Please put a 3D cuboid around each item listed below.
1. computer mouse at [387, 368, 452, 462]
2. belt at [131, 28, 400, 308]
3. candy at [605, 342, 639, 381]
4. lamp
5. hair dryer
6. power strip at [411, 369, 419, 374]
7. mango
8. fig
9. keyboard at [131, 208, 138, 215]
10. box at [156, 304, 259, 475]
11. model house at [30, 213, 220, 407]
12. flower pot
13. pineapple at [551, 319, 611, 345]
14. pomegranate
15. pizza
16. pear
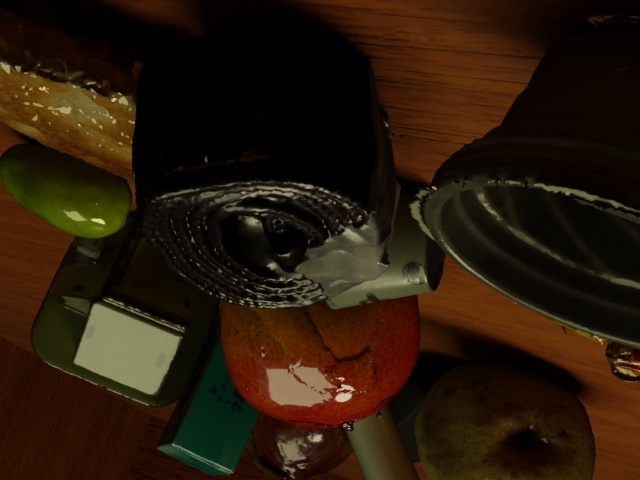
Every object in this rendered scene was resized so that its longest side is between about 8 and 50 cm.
[{"bbox_3d":[0.151,0.225,1.932,0.137,0.086,0.270,8,151,-21],"label":"computer mouse"},{"bbox_3d":[-0.037,-0.056,1.061,0.184,0.164,0.289,-7,159,6],"label":"belt"},{"bbox_3d":[0.356,0.103,1.294,0.201,0.061,0.060,0,156,37],"label":"candy"},{"bbox_3d":[0.000,0.000,1.254,0.214,0.121,0.121,2,161,16],"label":"lamp"},{"bbox_3d":[0.062,0.227,1.653,0.128,0.362,0.203,-22,161,-2],"label":"hair dryer"},{"bbox_3d":[0.093,0.178,1.989,0.060,0.027,0.252,8,160,44],"label":"power strip"},{"bbox_3d":[-0.276,-0.058,1.558,0.163,0.089,0.117,26,180,39],"label":"mango"},{"bbox_3d":[-0.033,0.304,2.323,0.205,0.205,0.205,20,166,5],"label":"fig"},{"bbox_3d":[-0.120,-0.041,1.445,0.087,0.017,0.250,-3,176,-24],"label":"keyboard"},{"bbox_3d":[-0.119,0.180,1.865,0.092,0.245,0.153,27,164,-9],"label":"box"},{"bbox_3d":[-0.223,0.064,1.735,0.218,0.205,0.279,22,159,-7],"label":"model house"},{"bbox_3d":[0.182,-0.036,0.822,0.235,0.141,0.235,19,165,5],"label":"flower pot"},{"bbox_3d":[0.203,0.030,1.224,0.137,0.069,0.116,33,170,-10],"label":"pineapple"},{"bbox_3d":[-0.007,0.073,1.398,0.210,0.210,0.235,2,124,53],"label":"pomegranate"},{"bbox_3d":[-0.183,-0.124,1.155,0.335,0.086,0.226,30,159,-37],"label":"pizza"},{"bbox_3d":[0.226,0.245,1.702,0.228,0.188,0.211,22,179,-2],"label":"pear"}]
